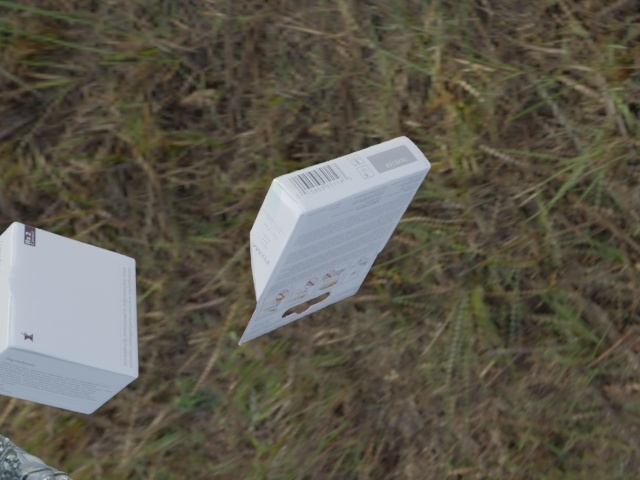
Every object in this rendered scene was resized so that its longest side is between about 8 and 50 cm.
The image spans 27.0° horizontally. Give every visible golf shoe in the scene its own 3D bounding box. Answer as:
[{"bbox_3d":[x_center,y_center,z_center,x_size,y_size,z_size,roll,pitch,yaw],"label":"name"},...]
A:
[{"bbox_3d":[-0.292,0.194,1.148,0.086,0.176,0.069,27,75,35],"label":"golf shoe"}]

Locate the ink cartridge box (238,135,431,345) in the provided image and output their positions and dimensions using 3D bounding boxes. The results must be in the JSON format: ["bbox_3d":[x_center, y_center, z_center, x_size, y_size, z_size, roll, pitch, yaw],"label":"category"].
[{"bbox_3d":[0.000,0.000,1.403,0.056,0.181,0.224,52,140,21],"label":"ink cartridge box"}]

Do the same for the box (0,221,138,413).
[{"bbox_3d":[-0.336,0.100,1.671,0.119,0.182,0.181,-37,46,39],"label":"box"}]
